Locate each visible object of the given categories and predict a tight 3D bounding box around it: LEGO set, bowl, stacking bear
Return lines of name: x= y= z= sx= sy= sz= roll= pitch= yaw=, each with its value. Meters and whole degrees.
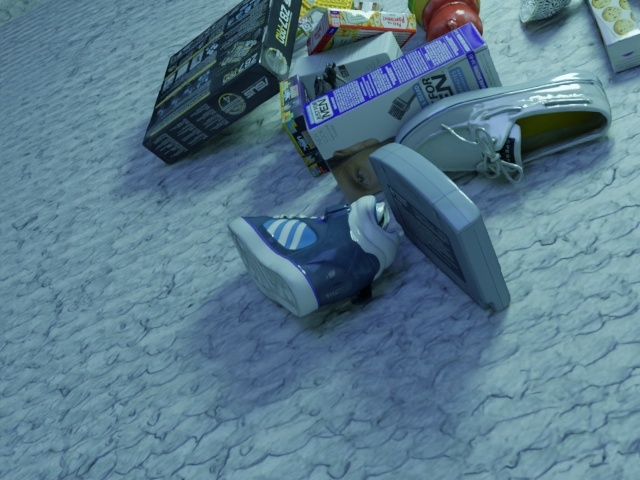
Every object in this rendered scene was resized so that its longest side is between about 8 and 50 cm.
LEGO set: x=0.004 y=-0.530 z=2.275 sx=0.287 sy=0.107 sz=0.132 roll=-23 pitch=70 yaw=4
bowl: x=0.464 y=-0.513 z=1.861 sx=0.080 sy=0.170 sz=0.170 roll=10 pitch=40 yaw=-5
stacking bear: x=0.262 y=-0.490 z=1.961 sx=0.164 sy=0.175 sz=0.289 roll=-28 pitch=43 yaw=17

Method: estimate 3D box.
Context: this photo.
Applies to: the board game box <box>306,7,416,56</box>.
board game box: x=0.084 y=-0.432 z=1.955 sx=0.193 sy=0.045 sz=0.147 roll=-2 pitch=-13 yaw=-18

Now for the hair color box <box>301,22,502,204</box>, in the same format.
hair color box: x=0.158 y=-0.223 z=1.664 sx=0.339 sy=0.185 sz=0.110 roll=-25 pitch=36 yaw=10

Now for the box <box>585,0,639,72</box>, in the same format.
box: x=0.542 y=-0.426 z=1.739 sx=0.067 sy=0.063 sz=0.324 roll=-17 pitch=37 yaw=18

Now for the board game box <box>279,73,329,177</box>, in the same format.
board game box: x=-0.028 y=-0.230 z=1.851 sx=0.048 sy=0.141 sz=0.170 roll=-23 pitch=36 yaw=12

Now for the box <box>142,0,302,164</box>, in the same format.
box: x=-0.221 y=-0.387 z=2.107 sx=0.395 sy=0.097 sz=0.318 roll=-28 pitch=38 yaw=35

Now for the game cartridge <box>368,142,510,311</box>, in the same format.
game cartridge: x=0.174 y=-0.034 z=1.407 sx=0.060 sy=0.196 sz=0.294 roll=-35 pitch=35 yaw=-4

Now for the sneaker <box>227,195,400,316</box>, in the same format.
sneaker: x=0.000 y=0.000 z=1.575 sx=0.236 sy=0.130 sz=0.323 roll=-29 pitch=29 yaw=-15

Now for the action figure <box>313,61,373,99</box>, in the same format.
action figure: x=0.126 y=-0.278 z=1.808 sx=0.275 sy=0.141 sz=0.164 roll=-1 pitch=28 yaw=-3

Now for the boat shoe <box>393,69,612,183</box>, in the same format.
boat shoe: x=0.304 y=-0.163 z=1.546 sx=0.367 sy=0.136 sz=0.156 roll=-13 pitch=40 yaw=8

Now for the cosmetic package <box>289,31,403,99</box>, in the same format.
cosmetic package: x=0.063 y=-0.342 z=1.946 sx=0.231 sy=0.117 sz=0.085 roll=-13 pitch=40 yaw=26
